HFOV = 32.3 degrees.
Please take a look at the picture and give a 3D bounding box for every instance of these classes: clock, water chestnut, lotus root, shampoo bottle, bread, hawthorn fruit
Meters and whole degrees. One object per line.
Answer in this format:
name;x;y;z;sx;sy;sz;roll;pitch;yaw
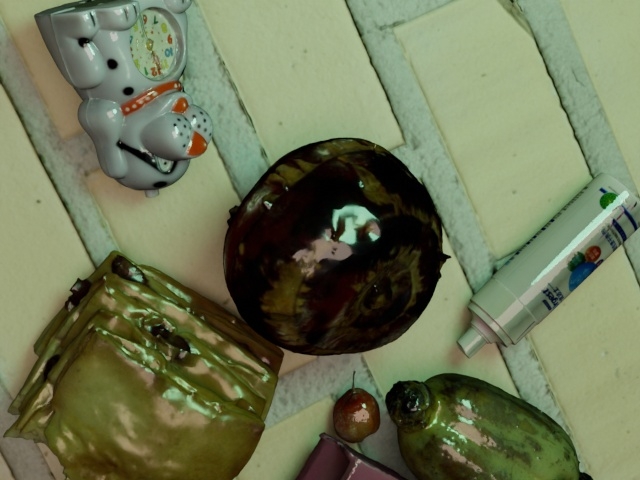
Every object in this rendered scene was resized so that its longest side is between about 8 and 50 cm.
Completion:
clock;-0.224;-0.173;1.344;0.189;0.189;0.254;-15;105;-7
water chestnut;0.000;0.000;1.368;0.300;0.300;0.300;-1;97;-9
lotus root;0.214;0.270;1.464;0.309;0.173;0.173;33;91;-13
shampoo bottle;0.299;0.043;1.479;0.303;0.092;0.092;-43;101;-3
bread;-0.234;0.239;1.373;0.314;0.191;0.370;31;93;-12
hawthorn fruit;0.044;0.217;1.471;0.067;0.067;0.103;-16;112;-6

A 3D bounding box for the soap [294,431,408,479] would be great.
soap;0.014;0.462;1.439;0.233;0.128;0.359;33;85;-24
